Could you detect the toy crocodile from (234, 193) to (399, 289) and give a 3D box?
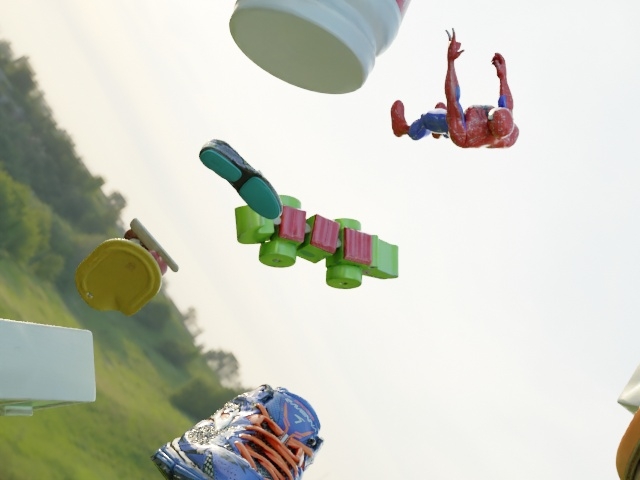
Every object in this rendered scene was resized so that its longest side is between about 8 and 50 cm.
[{"bbox_3d":[0.000,0.000,1.827,0.340,0.115,0.105,18,-25,-29],"label":"toy crocodile"}]

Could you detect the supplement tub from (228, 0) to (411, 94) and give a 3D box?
[{"bbox_3d":[0.024,-0.326,1.234,0.191,0.272,0.191,20,-18,7],"label":"supplement tub"}]

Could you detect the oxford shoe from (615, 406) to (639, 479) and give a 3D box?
[{"bbox_3d":[0.374,0.152,0.976,0.133,0.129,0.364,-95,-173,-51],"label":"oxford shoe"}]

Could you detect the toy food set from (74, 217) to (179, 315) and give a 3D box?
[{"bbox_3d":[-0.322,0.041,1.833,0.128,0.218,0.071,44,35,-12],"label":"toy food set"}]

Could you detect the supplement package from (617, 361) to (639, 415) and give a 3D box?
[{"bbox_3d":[0.622,0.237,1.559,0.262,0.199,0.198,38,-13,-15],"label":"supplement package"}]

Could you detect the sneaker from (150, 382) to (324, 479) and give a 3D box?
[{"bbox_3d":[-0.041,0.123,0.634,0.083,0.087,0.221,49,-4,-4],"label":"sneaker"}]

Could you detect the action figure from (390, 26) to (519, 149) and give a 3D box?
[{"bbox_3d":[0.159,-0.173,1.235,0.280,0.091,0.139,-143,-127,-72],"label":"action figure"}]

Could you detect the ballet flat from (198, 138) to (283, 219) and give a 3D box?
[{"bbox_3d":[-0.081,-0.071,1.162,0.114,0.041,0.041,42,-4,-20],"label":"ballet flat"}]

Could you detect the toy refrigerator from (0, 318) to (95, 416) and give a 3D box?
[{"bbox_3d":[-0.363,0.139,1.158,0.269,0.102,0.094,21,61,-66],"label":"toy refrigerator"}]
